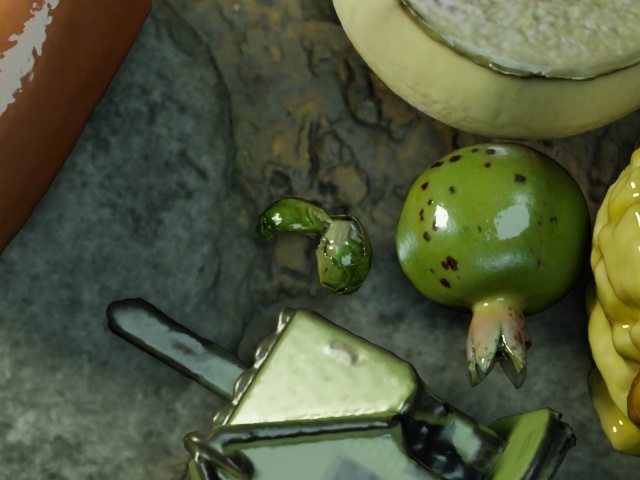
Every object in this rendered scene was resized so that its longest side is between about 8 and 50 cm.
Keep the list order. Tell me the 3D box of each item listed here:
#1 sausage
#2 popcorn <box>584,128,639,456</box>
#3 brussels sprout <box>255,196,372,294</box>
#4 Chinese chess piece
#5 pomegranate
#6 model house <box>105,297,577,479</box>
[{"bbox_3d":[-0.213,-0.079,0.939,0.113,0.113,0.259,30,81,-5],"label":"sausage"},{"bbox_3d":[0.280,0.021,0.934,0.265,0.225,0.332,34,66,-49],"label":"popcorn"},{"bbox_3d":[0.000,-0.001,0.994,0.083,0.046,0.051,39,74,-2],"label":"brussels sprout"},{"bbox_3d":[0.137,-0.199,0.974,0.270,0.112,0.270,3,69,-8],"label":"Chinese chess piece"},{"bbox_3d":[0.124,0.014,0.968,0.129,0.129,0.159,-22,78,-10],"label":"pomegranate"},{"bbox_3d":[-0.026,0.123,0.899,0.279,0.218,0.205,34,78,0],"label":"model house"}]
